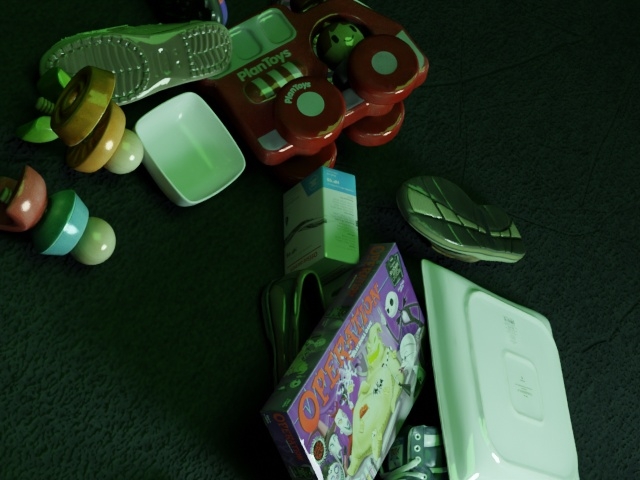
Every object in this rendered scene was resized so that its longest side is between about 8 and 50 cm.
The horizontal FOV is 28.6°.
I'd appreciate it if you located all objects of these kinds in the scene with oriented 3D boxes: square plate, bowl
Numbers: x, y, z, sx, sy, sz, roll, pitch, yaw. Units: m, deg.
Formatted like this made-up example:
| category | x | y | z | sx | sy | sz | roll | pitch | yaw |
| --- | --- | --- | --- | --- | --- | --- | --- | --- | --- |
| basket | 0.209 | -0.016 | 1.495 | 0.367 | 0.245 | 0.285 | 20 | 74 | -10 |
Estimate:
| category | x | y | z | sx | sy | sz | roll | pitch | yaw |
| --- | --- | --- | --- | --- | --- | --- | --- | --- | --- |
| square plate | 0.279 | 0.221 | 1.849 | 0.347 | 0.049 | 0.344 | 25 | 52 | -46 |
| bowl | -0.186 | -0.118 | 1.712 | 0.142 | 0.053 | 0.142 | 53 | 46 | -2 |

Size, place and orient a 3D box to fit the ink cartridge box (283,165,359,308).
| category | x | y | z | sx | sy | sz | roll | pitch | yaw |
| --- | --- | --- | --- | --- | --- | --- | --- | --- | --- |
| ink cartridge box | 0.000 | 0.000 | 1.762 | 0.060 | 0.104 | 0.180 | 16 | 58 | -32 |

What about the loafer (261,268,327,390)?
| category | x | y | z | sx | sy | sz | roll | pitch | yaw |
| --- | --- | --- | --- | --- | --- | --- | --- | --- | --- |
| loafer | -0.011 | 0.167 | 1.678 | 0.096 | 0.084 | 0.268 | -4 | 71 | -40 |

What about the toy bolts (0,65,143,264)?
| category | x | y | z | sx | sy | sz | roll | pitch | yaw |
| --- | --- | --- | --- | --- | --- | --- | --- | --- | --- |
| toy bolts | -0.283 | -0.085 | 1.533 | 0.158 | 0.218 | 0.229 | 31 | 69 | -30 |

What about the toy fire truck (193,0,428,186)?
| category | x | y | z | sx | sy | sz | roll | pitch | yaw |
| --- | --- | --- | --- | --- | --- | --- | --- | --- | --- |
| toy fire truck | -0.011 | -0.244 | 1.805 | 0.302 | 0.169 | 0.254 | -32 | 75 | -16 |

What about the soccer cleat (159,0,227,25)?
| category | x | y | z | sx | sy | sz | roll | pitch | yaw |
| --- | --- | --- | --- | --- | --- | --- | --- | --- | --- |
| soccer cleat | -0.204 | -0.430 | 1.811 | 0.116 | 0.108 | 0.318 | -20 | 71 | -42 |

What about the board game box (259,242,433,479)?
| category | x | y | z | sx | sy | sz | roll | pitch | yaw |
| --- | --- | --- | --- | --- | --- | --- | --- | --- | --- |
| board game box | 0.049 | 0.185 | 1.645 | 0.347 | 0.056 | 0.208 | -55 | 128 | -44 |

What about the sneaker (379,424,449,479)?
| category | x | y | z | sx | sy | sz | roll | pitch | yaw |
| --- | --- | --- | --- | --- | --- | --- | --- | --- | --- |
| sneaker | 0.101 | 0.346 | 1.663 | 0.282 | 0.099 | 0.153 | -28 | 91 | -50 |

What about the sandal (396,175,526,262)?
| category | x | y | z | sx | sy | sz | roll | pitch | yaw |
| --- | --- | --- | --- | --- | --- | --- | --- | --- | --- |
| sandal | 0.216 | -0.012 | 1.964 | 0.302 | 0.086 | 0.120 | 21 | 49 | -47 |

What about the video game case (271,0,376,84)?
| category | x | y | z | sx | sy | sz | roll | pitch | yaw |
| --- | --- | --- | --- | --- | --- | --- | --- | --- | --- |
| video game case | 0.011 | -0.301 | 1.973 | 0.210 | 0.042 | 0.232 | 27 | 53 | -23 |

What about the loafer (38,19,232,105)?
| category | x | y | z | sx | sy | sz | roll | pitch | yaw |
| --- | --- | --- | --- | --- | --- | --- | --- | --- | --- |
| loafer | -0.253 | -0.241 | 1.697 | 0.268 | 0.092 | 0.102 | -12 | 105 | -25 |
